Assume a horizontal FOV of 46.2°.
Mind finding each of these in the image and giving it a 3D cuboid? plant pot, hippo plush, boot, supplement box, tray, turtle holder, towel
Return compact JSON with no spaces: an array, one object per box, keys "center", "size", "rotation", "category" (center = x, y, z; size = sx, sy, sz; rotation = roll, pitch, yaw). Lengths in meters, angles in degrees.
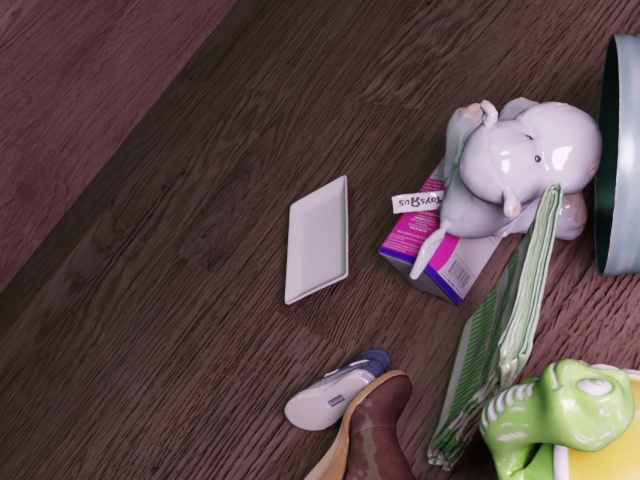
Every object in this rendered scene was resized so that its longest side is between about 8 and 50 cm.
[{"center":[0.441,-0.098,0.894],"size":[0.196,0.293,0.293],"rotation":[2,53,15],"category":"plant pot"},{"center":[0.239,-0.115,0.996],"size":[0.294,0.236,0.234],"rotation":[-13,72,1],"category":"hippo plush"},{"center":[0.102,0.315,1.004],"size":[0.207,0.090,0.248],"rotation":[27,74,41],"category":"boot"},{"center":[0.211,-0.028,1.175],"size":[0.220,0.111,0.114],"rotation":[-54,35,-11],"category":"supplement box"},{"center":[0.000,0.000,1.441],"size":[0.145,0.030,0.270],"rotation":[-26,39,25],"category":"tray"},{"center":[0.030,0.232,1.166],"size":[0.190,0.069,0.086],"rotation":[-30,8,38],"category":"boot"},{"center":[0.283,0.212,0.679],"size":[0.227,0.320,0.243],"rotation":[-15,12,44],"category":"turtle holder"},{"center":[0.204,0.116,0.903],"size":[0.038,0.325,0.248],"rotation":[20,55,7],"category":"towel"}]
